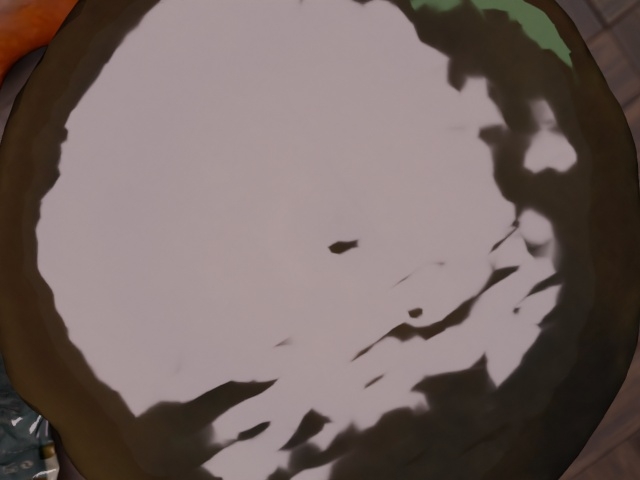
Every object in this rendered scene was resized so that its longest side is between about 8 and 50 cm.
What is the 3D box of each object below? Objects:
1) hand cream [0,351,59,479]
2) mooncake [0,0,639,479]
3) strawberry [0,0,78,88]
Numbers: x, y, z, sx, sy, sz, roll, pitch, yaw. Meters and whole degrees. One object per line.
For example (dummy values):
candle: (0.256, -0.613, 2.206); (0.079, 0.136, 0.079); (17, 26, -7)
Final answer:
hand cream: (-0.172, 0.099, 0.520); (0.075, 0.052, 0.248); (3, 118, 12)
mooncake: (0.000, 0.000, 0.491); (0.290, 0.161, 0.291); (-1, 98, -5)
strawberry: (-0.160, -0.164, 0.466); (0.228, 0.174, 0.098); (-35, 60, -5)
